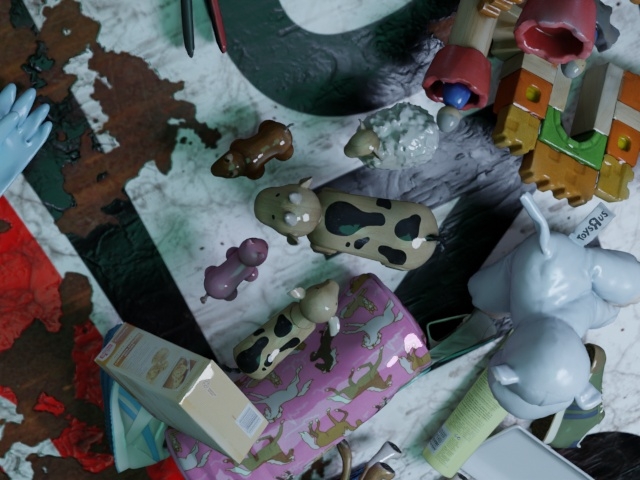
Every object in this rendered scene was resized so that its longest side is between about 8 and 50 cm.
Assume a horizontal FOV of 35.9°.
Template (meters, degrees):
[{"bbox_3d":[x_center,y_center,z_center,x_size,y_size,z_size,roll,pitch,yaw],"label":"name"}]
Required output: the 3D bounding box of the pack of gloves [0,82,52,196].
[{"bbox_3d":[-0.443,-0.124,1.168,0.195,0.046,0.232,39,74,-23],"label":"pack of gloves"}]

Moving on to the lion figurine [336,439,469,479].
[{"bbox_3d":[0.105,0.450,1.504,0.392,0.142,0.240,32,100,-28],"label":"lion figurine"}]

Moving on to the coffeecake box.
[{"bbox_3d":[-0.177,0.191,1.253,0.068,0.186,0.142,-53,132,-21],"label":"coffeecake box"}]

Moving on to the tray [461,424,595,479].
[{"bbox_3d":[0.348,0.377,1.582,0.270,0.030,0.145,37,129,-23],"label":"tray"}]

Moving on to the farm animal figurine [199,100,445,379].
[{"bbox_3d":[0.000,0.000,1.231,0.327,0.172,0.330,-6,89,0],"label":"farm animal figurine"}]

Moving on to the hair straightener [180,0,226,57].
[{"bbox_3d":[-0.177,-0.334,1.197,0.089,0.047,0.230,-13,113,-8],"label":"hair straightener"}]

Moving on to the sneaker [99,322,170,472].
[{"bbox_3d":[-0.254,0.214,1.379,0.092,0.087,0.228,-9,119,-19],"label":"sneaker"}]

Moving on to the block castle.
[{"bbox_3d":[0.377,-0.171,1.215,0.453,0.303,0.212,23,75,-19],"label":"block castle"}]

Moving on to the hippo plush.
[{"bbox_3d":[0.333,0.121,1.333,0.234,0.236,0.294,9,151,-6],"label":"hippo plush"}]

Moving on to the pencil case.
[{"bbox_3d":[-0.032,0.215,1.359,0.386,0.167,0.160,-39,98,-4],"label":"pencil case"}]

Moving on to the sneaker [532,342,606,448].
[{"bbox_3d":[0.413,0.250,1.553,0.086,0.064,0.192,18,112,-17],"label":"sneaker"}]

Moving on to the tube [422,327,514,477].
[{"bbox_3d":[0.251,0.255,1.506,0.070,0.062,0.240,36,100,-2],"label":"tube"}]

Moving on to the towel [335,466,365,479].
[{"bbox_3d":[0.042,0.398,1.542,0.119,0.029,0.067,-26,118,-3],"label":"towel"}]

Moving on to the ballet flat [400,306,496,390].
[{"bbox_3d":[0.157,0.163,1.467,0.213,0.072,0.068,-28,87,-2],"label":"ballet flat"}]
